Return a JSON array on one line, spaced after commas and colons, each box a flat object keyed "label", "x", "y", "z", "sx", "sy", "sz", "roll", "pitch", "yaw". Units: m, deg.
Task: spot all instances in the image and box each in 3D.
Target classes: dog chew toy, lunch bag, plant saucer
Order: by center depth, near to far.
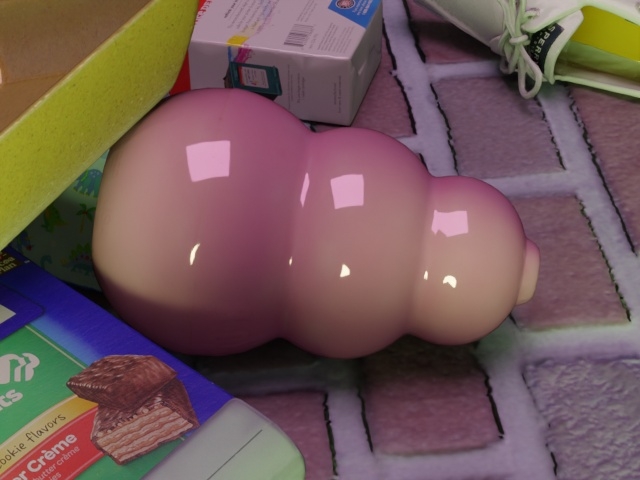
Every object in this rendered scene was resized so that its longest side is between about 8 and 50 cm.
[{"label": "plant saucer", "x": -0.267, "y": -0.071, "z": 1.145, "sx": 0.332, "sy": 0.081, "sz": 0.333, "roll": 1, "pitch": 41, "yaw": 48}, {"label": "dog chew toy", "x": 0.000, "y": 0.000, "z": 1.165, "sx": 0.331, "sy": 0.207, "sz": 0.207, "roll": 10, "pitch": 38, "yaw": 1}, {"label": "lunch bag", "x": -0.198, "y": -0.034, "z": 1.291, "sx": 0.128, "sy": 0.096, "sz": 0.151, "roll": 15, "pitch": 69, "yaw": 20}]

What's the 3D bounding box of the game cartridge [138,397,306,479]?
[{"label": "game cartridge", "x": -0.098, "y": 0.215, "z": 0.802, "sx": 0.060, "sy": 0.294, "sz": 0.196, "roll": 34, "pitch": 49, "yaw": 13}]

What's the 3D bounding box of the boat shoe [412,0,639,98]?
[{"label": "boat shoe", "x": 0.223, "y": -0.205, "z": 1.486, "sx": 0.367, "sy": 0.136, "sz": 0.156, "roll": 22, "pitch": 45, "yaw": 13}]

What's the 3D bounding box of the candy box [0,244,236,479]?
[{"label": "candy box", "x": -0.222, "y": 0.156, "z": 1.016, "sx": 0.317, "sy": 0.122, "sz": 0.268, "roll": 28, "pitch": 47, "yaw": 35}]

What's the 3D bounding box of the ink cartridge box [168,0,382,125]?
[{"label": "ink cartridge box", "x": -0.065, "y": -0.192, "z": 1.503, "sx": 0.231, "sy": 0.078, "sz": 0.134, "roll": 9, "pitch": 38, "yaw": 13}]
